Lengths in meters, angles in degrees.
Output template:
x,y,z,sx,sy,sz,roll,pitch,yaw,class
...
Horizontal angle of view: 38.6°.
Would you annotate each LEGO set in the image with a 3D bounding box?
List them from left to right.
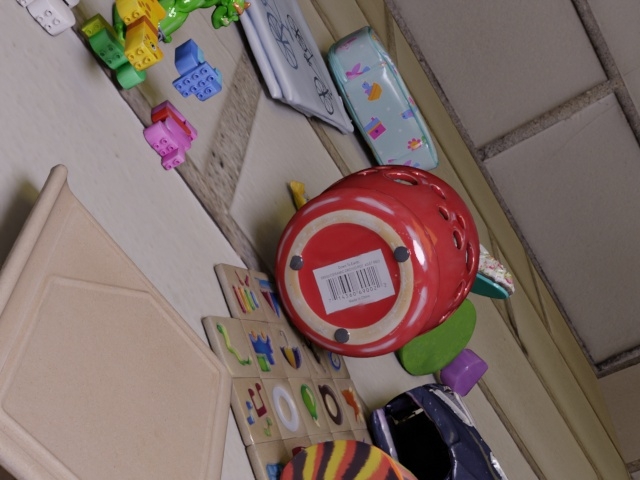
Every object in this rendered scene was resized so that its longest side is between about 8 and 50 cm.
x,y,z,sx,sy,sz,roll,pitch,yaw,class
-0.155,-0.153,0.784,0.227,0.087,0.093,48,23,-38,LEGO set

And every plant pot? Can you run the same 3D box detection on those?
x,y,z,sx,sy,sz,roll,pitch,yaw,class
0.055,0.019,0.945,0.191,0.191,0.174,65,22,3,plant pot

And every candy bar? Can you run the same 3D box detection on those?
x,y,z,sx,sy,sz,roll,pitch,yaw,class
0.000,0.000,1.128,0.161,0.018,0.040,66,18,11,candy bar

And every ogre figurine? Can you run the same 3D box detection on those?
x,y,z,sx,sy,sz,roll,pitch,yaw,class
-0.139,-0.246,0.910,0.096,0.118,0.197,62,18,-5,ogre figurine

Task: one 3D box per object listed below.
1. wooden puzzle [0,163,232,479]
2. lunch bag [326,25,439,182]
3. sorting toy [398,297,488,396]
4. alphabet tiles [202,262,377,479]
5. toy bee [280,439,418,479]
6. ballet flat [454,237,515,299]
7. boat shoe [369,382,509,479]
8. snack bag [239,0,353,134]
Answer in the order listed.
x,y,z,sx,sy,sz,roll,pitch,yaw,class
-0.132,0.097,0.578,0.238,0.044,0.221,59,17,-29,wooden puzzle
0.112,-0.240,1.639,0.279,0.108,0.224,61,9,-16,lunch bag
0.120,0.090,1.253,0.126,0.127,0.365,42,-7,43,sorting toy
-0.003,0.186,0.864,0.285,0.011,0.342,20,46,-66,alphabet tiles
0.092,0.257,0.666,0.298,0.162,0.195,59,8,21,toy bee
0.164,0.017,1.244,0.091,0.241,0.077,47,64,-45,ballet flat
0.157,0.308,0.972,0.340,0.127,0.158,61,13,24,boat shoe
-0.063,-0.324,1.386,0.323,0.037,0.342,66,15,7,snack bag
